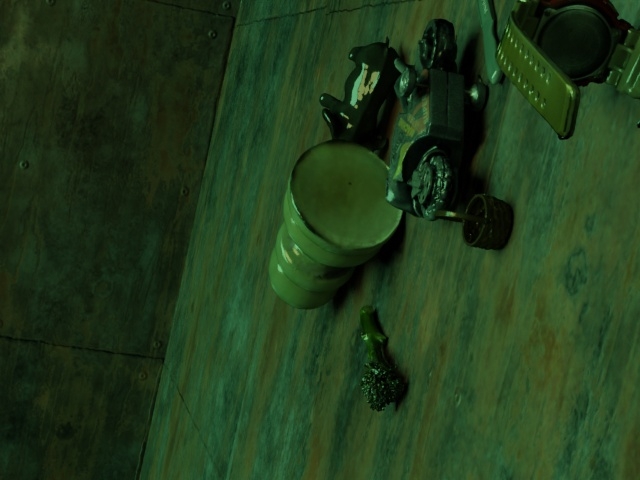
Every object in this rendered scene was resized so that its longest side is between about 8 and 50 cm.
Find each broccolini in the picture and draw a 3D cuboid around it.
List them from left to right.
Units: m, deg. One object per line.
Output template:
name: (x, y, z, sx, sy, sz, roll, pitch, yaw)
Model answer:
broccolini: (0.070, 0.155, 1.672, 0.216, 0.058, 0.067, -104, 27, -57)

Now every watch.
watch: (0.248, -0.150, 1.068, 0.268, 0.164, 0.102, -103, 28, -60)

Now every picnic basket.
picnic basket: (0.176, -0.026, 1.382, 0.072, 0.083, 0.072, -170, 90, -75)

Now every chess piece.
chess piece: (0.000, 0.000, 1.845, 0.330, 0.182, 0.182, 120, 156, -60)

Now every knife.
knife: (0.219, -0.280, 1.531, 0.028, 0.015, 0.210, 110, 164, -50)

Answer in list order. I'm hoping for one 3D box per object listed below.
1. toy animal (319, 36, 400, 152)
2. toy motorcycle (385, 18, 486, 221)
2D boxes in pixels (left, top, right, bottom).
toy animal: (0.050, -0.213, 1.880, 0.146, 0.114, 0.245, -136, 58, -72)
toy motorcycle: (0.140, -0.143, 1.554, 0.173, 0.108, 0.307, 117, 160, -58)
